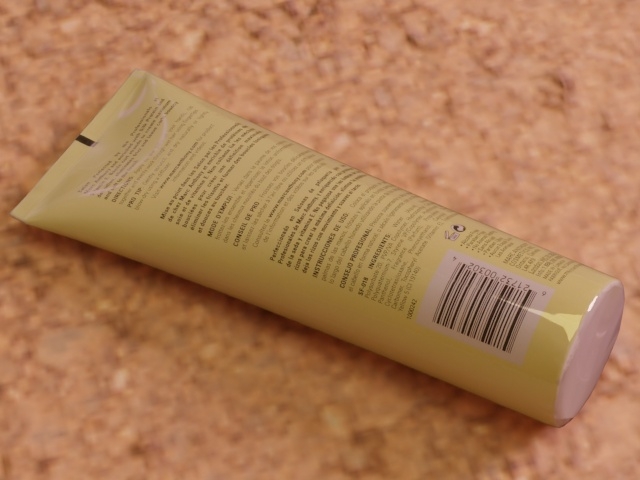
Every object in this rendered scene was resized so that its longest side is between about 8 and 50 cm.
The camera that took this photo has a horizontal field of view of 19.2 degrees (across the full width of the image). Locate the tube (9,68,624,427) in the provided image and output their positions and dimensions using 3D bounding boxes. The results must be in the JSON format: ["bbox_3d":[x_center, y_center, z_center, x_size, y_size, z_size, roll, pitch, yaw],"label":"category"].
[{"bbox_3d":[0.000,0.000,0.750,0.240,0.062,0.070,22,16,21],"label":"tube"}]
